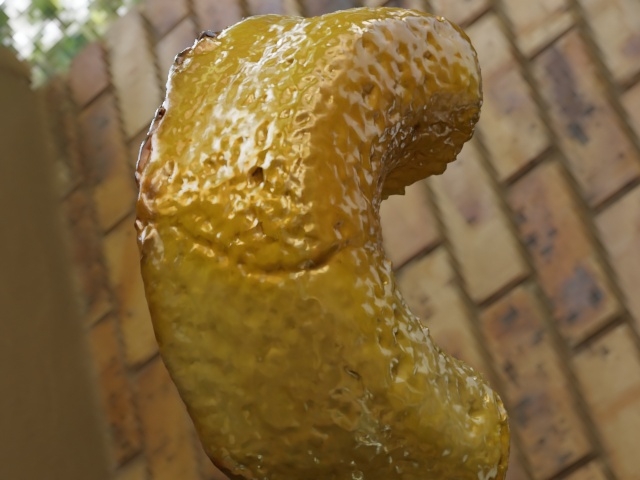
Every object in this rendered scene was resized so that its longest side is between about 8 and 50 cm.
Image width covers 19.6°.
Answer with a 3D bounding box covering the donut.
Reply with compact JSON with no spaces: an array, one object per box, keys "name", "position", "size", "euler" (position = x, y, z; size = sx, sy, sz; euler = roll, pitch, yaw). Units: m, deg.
[{"name":"donut","position":[-0.003,0.004,0.793],"size":[0.152,0.101,0.259],"euler":[13,-111,-48]}]
